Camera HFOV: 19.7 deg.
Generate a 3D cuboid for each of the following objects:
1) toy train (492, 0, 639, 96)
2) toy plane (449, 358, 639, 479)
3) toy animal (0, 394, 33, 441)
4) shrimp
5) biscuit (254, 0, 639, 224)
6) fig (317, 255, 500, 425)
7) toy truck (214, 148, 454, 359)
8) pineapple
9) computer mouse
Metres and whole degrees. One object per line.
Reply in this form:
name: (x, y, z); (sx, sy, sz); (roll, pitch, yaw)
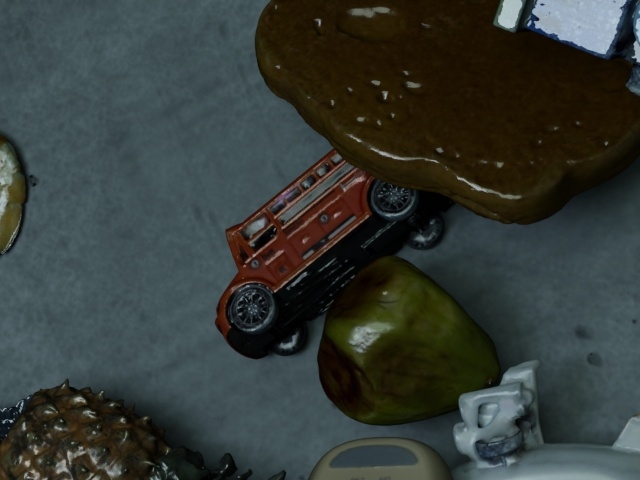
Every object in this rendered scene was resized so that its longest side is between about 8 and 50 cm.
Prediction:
toy train: (0.282, -0.279, 1.572); (0.202, 0.131, 0.300); (24, 107, 22)
toy plane: (0.208, 0.229, 1.651); (0.244, 0.117, 0.245); (2, 100, 14)
toy animal: (-0.346, 0.193, 1.836); (0.220, 0.062, 0.108); (-26, 74, 4)
shrimp: (-0.398, -0.023, 1.898); (0.217, 0.051, 0.150); (-31, 81, 5)
biscuit: (0.130, -0.179, 1.710); (0.381, 0.074, 0.359); (4, 58, 12)
fig: (0.082, 0.096, 1.692); (0.165, 0.144, 0.154); (13, 69, -4)
toy truck: (0.000, 0.000, 1.749); (0.252, 0.107, 0.114); (-38, 66, 4)
pineapple: (-0.128, 0.259, 1.716); (0.364, 0.165, 0.166); (22, 87, 17)
computer mouse: (0.045, 0.274, 1.574); (0.145, 0.082, 0.237); (-5, 48, 12)
